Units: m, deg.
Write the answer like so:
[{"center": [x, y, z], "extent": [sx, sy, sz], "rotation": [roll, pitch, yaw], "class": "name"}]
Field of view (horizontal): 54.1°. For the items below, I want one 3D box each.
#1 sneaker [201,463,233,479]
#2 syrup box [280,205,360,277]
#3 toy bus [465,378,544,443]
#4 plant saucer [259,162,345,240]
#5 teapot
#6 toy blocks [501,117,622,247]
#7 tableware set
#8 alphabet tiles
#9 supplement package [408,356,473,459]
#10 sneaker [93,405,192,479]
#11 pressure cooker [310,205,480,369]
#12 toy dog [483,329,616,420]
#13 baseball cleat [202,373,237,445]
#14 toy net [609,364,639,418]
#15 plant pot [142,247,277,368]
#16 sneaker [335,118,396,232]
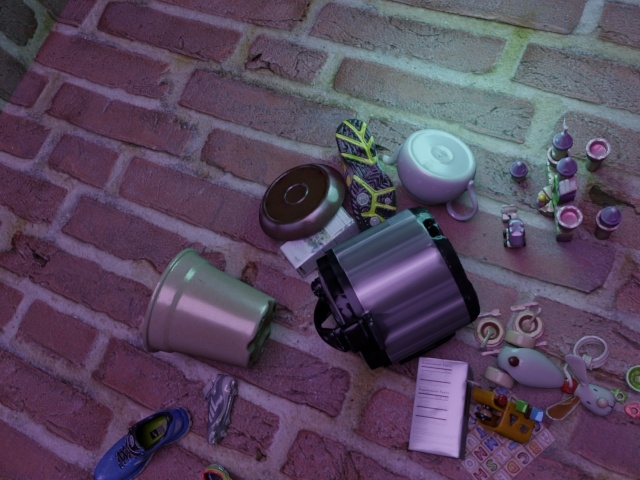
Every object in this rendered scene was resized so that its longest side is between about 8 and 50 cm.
[{"center": [-0.263, 0.718, 1.783], "extent": [0.208, 0.094, 0.081], "rotation": [29, 79, 21], "class": "sneaker"}, {"center": [0.000, 0.000, 1.967], "extent": [0.237, 0.096, 0.093], "rotation": [-39, 64, 0], "class": "syrup box"}, {"center": [0.458, 0.454, 1.621], "extent": [0.202, 0.191, 0.104], "rotation": [19, 77, 20], "class": "toy bus"}, {"center": [-0.071, -0.137, 2.003], "extent": [0.311, 0.050, 0.310], "rotation": [-16, 50, 19], "class": "plant saucer"}, {"center": [0.340, -0.197, 1.906], "extent": [0.253, 0.187, 0.256], "rotation": [4, 52, -12], "class": "teapot"}, {"center": [0.665, -0.151, 1.754], "extent": [0.309, 0.260, 0.288], "rotation": [-4, 70, 13], "class": "toy blocks"}, {"center": [0.532, 0.247, 1.767], "extent": [0.194, 0.039, 0.128], "rotation": [-12, 68, 10], "class": "tableware set"}, {"center": [0.477, 0.536, 1.696], "extent": [0.237, 0.009, 0.198], "rotation": [-41, 66, -2], "class": "alphabet tiles"}, {"center": [0.328, 0.452, 1.690], "extent": [0.134, 0.139, 0.244], "rotation": [3, 71, 20], "class": "supplement package"}, {"center": [-0.551, 0.605, 1.872], "extent": [0.330, 0.147, 0.130], "rotation": [-40, 66, -1], "class": "sneaker"}, {"center": [0.173, 0.144, 1.723], "extent": [0.420, 0.370, 0.375], "rotation": [-27, 63, 0], "class": "pressure cooker"}, {"center": [0.598, 0.350, 1.635], "extent": [0.334, 0.161, 0.220], "rotation": [2, 83, 15], "class": "toy dog"}, {"center": [-0.317, 0.508, 1.896], "extent": [0.109, 0.072, 0.206], "rotation": [7, 68, 31], "class": "baseball cleat"}, {"center": [0.873, 0.432, 1.607], "extent": [0.232, 0.045, 0.122], "rotation": [40, 85, 23], "class": "toy net"}, {"center": [-0.309, 0.228, 1.871], "extent": [0.305, 0.334, 0.333], "rotation": [20, 77, 9], "class": "plant pot"}, {"center": [0.150, -0.189, 1.981], "extent": [0.145, 0.147, 0.384], "rotation": [-12, 87, 4], "class": "sneaker"}]
